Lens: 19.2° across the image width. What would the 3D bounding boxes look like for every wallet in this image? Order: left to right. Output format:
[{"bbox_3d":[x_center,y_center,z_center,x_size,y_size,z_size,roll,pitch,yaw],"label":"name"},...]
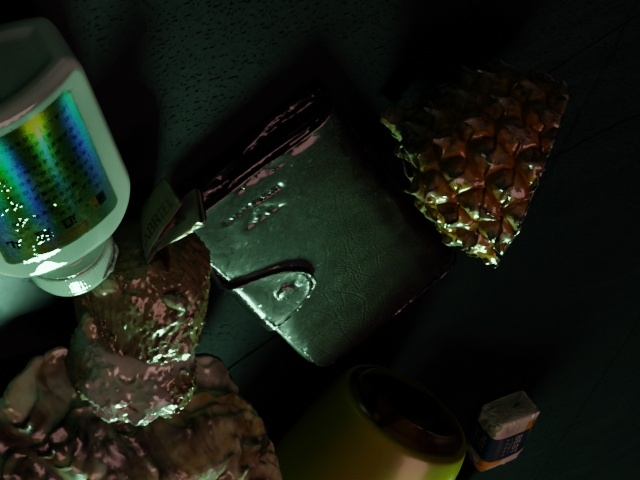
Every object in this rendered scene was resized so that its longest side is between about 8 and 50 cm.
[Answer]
[{"bbox_3d":[0.000,0.000,1.578,0.172,0.045,0.318,-40,148,1],"label":"wallet"}]

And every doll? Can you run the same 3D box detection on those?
[{"bbox_3d":[-0.137,0.042,1.430,0.105,0.115,0.221,10,128,4],"label":"doll"}]

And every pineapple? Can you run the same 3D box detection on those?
[{"bbox_3d":[0.111,-0.075,1.523,0.176,0.137,0.161,-63,174,-63],"label":"pineapple"}]

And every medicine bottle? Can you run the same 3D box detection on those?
[{"bbox_3d":[-0.196,-0.044,1.281,0.121,0.083,0.229,-31,147,-9],"label":"medicine bottle"}]

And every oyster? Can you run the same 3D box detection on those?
[{"bbox_3d":[-0.176,0.198,1.586,0.351,0.115,0.238,15,123,-34],"label":"oyster"}]

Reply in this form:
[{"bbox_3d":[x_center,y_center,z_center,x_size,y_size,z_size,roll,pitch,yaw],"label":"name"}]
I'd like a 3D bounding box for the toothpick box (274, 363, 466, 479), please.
[{"bbox_3d":[0.020,0.251,1.812,0.175,0.175,0.271,4,127,-48],"label":"toothpick box"}]

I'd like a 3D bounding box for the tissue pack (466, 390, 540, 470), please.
[{"bbox_3d":[0.197,0.208,2.056,0.062,0.042,0.083,-16,143,-27],"label":"tissue pack"}]
